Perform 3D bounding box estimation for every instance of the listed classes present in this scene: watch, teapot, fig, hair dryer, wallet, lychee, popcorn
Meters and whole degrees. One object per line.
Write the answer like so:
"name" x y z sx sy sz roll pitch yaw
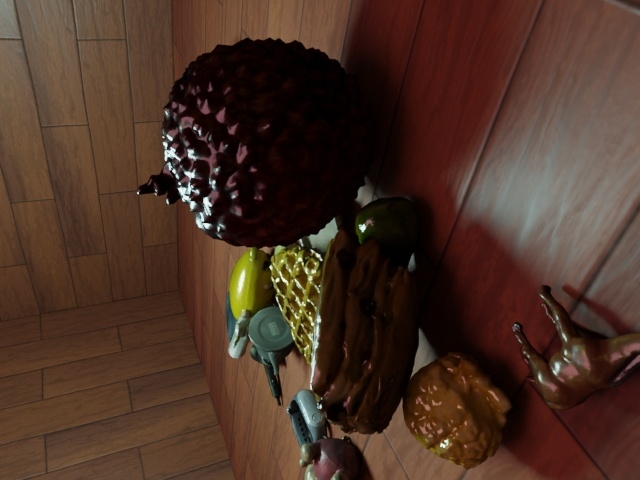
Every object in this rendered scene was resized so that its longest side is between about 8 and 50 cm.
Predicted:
"watch" -0.040 0.582 1.640 0.206 0.068 0.193 51 142 46
"teapot" -0.151 0.319 1.722 0.149 0.162 0.239 90 173 -49
"fig" 0.131 -0.003 0.975 0.123 0.123 0.156 23 128 63
"hair dryer" -0.174 0.506 1.941 0.195 0.078 0.248 -8 101 66
"wallet" -0.354 0.316 2.266 0.342 0.075 0.237 142 123 -66
"lychee" -0.134 -0.186 1.058 0.424 0.500 0.425 -17 -90 -85
"popcorn" 0.219 0.268 0.832 0.180 0.170 0.180 171 90 -85

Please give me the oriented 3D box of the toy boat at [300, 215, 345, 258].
"toy boat" -0.006 -0.030 1.315 0.293 0.111 0.276 61 152 10

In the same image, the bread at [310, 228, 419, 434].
"bread" 0.091 0.171 0.926 0.277 0.167 0.325 62 -149 -61

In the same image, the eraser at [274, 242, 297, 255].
"eraser" -0.087 0.079 1.577 0.172 0.058 0.117 -125 35 -46

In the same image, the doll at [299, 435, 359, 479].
"doll" 0.023 0.660 1.419 0.196 0.152 0.256 -106 16 -51

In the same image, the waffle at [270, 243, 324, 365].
"waffle" -0.007 0.187 1.293 0.382 0.095 0.380 1 112 64

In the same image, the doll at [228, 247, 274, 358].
"doll" -0.253 0.230 1.836 0.423 0.161 0.348 103 179 -69

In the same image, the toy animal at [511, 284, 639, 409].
"toy animal" 0.339 0.124 0.613 0.224 0.066 0.230 -67 24 19
